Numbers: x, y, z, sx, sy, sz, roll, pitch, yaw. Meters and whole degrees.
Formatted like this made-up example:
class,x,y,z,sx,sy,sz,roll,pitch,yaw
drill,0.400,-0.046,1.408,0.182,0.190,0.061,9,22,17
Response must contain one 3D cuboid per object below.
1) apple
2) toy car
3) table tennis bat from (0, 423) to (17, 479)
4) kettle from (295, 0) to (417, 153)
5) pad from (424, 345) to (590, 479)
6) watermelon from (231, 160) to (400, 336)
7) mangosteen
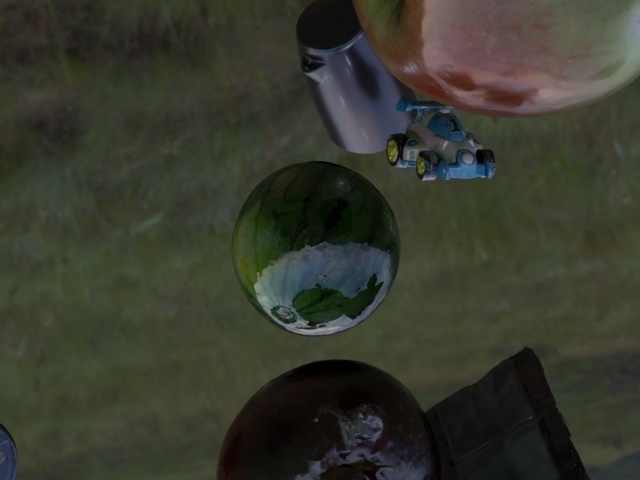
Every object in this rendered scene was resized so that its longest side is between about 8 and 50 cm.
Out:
class,x,y,z,sx,sy,sz,roll,pitch,yaw
apple,0.165,-0.258,1.188,0.277,0.319,0.319,-1,161,-20
toy car,0.168,-0.138,1.841,0.126,0.098,0.161,-4,-164,-17
table tennis bat,-0.534,0.344,1.906,0.236,0.150,0.027,-37,-154,-22
kettle,0.060,-0.263,1.945,0.202,0.144,0.232,-52,149,-15
pad,0.192,0.235,1.481,0.174,0.233,0.022,-35,125,15
watermelon,0.000,0.000,1.499,0.188,0.215,0.188,17,145,13
mangosteen,0.018,0.238,1.352,0.235,0.235,0.261,-17,-179,-10
